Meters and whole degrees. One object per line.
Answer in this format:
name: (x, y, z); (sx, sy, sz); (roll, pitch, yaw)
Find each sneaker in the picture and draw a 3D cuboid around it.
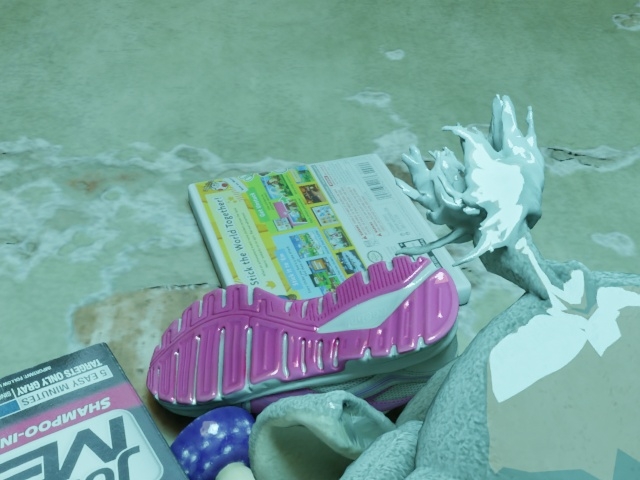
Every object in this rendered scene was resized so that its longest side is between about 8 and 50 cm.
sneaker: (-0.010, 0.096, 0.652); (0.252, 0.111, 0.103); (-10, 47, 20)

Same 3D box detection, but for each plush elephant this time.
plush elephant: (0.107, 0.133, 0.429); (0.272, 0.255, 0.330); (-14, 65, -4)

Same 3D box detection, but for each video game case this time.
video game case: (0.000, 0.000, 0.829); (0.206, 0.026, 0.227); (-11, 41, -16)

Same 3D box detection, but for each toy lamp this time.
toy lamp: (-0.002, 0.214, 0.517); (0.080, 0.080, 0.275); (-20, 41, -26)

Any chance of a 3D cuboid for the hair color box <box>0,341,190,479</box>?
hair color box: (-0.126, 0.222, 0.476); (0.174, 0.105, 0.347); (-21, 44, -26)
